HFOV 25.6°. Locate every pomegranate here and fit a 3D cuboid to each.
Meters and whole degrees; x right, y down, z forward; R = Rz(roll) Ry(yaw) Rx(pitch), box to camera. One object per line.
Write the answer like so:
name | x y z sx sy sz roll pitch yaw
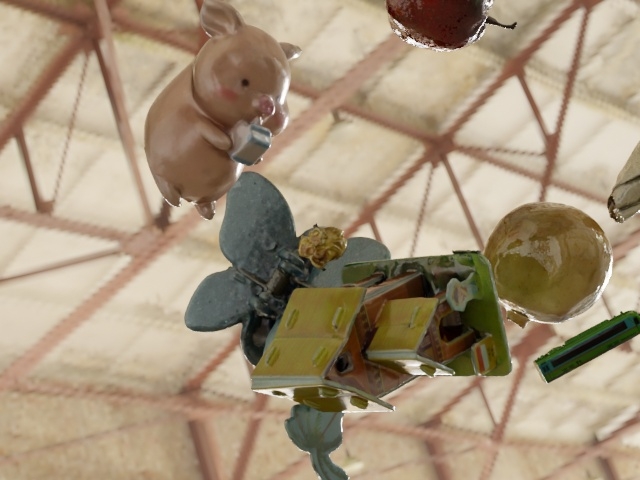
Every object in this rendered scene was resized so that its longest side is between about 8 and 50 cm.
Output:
pomegranate | 0.391 0.038 2.429 0.233 0.233 0.233 -15 -29 -8

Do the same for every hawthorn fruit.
hawthorn fruit | 0.184 -0.337 1.970 0.194 0.157 0.157 25 -31 9

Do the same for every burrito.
burrito | 0.621 -0.197 2.442 0.392 0.076 0.117 -55 5 5

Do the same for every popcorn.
popcorn | 0.000 0.000 2.321 0.084 0.084 0.084 -15 -29 -8

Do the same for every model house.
model house | 0.087 0.221 2.155 0.300 0.340 0.323 -5 12 43

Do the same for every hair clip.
hair clip | -0.036 0.108 2.572 0.318 0.392 0.238 -59 -35 -4

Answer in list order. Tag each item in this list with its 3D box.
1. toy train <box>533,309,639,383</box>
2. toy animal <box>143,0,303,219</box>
toy train | 0.426 0.151 2.155 0.209 0.042 0.044 -28 1 -1
toy animal | -0.150 -0.194 2.102 0.256 0.213 0.195 -41 -41 18
